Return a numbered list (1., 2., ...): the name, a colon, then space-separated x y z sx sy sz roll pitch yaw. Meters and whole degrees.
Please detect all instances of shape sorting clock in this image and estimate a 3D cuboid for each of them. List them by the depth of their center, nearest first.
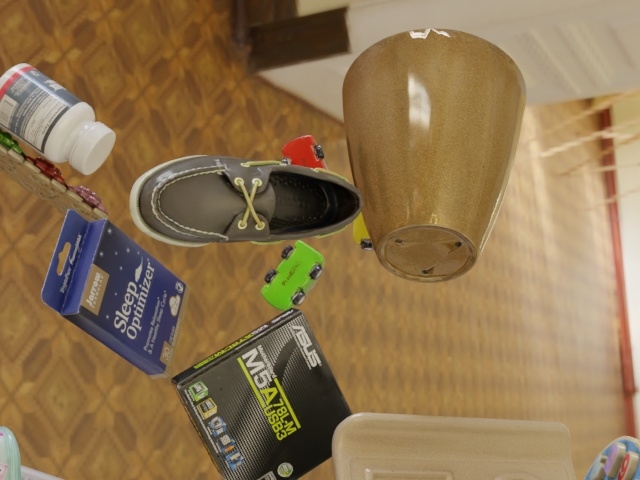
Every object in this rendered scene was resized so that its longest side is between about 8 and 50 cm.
1. shape sorting clock: 0.266 0.286 0.977 0.206 0.040 0.206 -165 -90 -90

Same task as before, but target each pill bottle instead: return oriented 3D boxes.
1. pill bottle: -0.412 -0.183 1.582 0.108 0.180 0.108 -55 174 -9

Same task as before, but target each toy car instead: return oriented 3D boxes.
1. toy car: 0.000 0.000 1.421 0.225 0.239 0.053 -54 163 -3

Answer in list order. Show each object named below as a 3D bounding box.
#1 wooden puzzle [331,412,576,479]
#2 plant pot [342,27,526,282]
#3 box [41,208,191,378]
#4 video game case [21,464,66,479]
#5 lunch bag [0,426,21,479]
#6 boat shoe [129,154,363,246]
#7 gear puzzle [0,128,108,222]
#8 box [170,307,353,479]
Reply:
1. wooden puzzle: 0.166 0.375 1.133 0.322 0.080 0.348 7 62 -24
2. plant pot: 0.136 -0.084 1.250 0.237 0.237 0.254 54 32 -46
3. box: -0.255 0.069 1.308 0.225 0.036 0.136 45 45 -45
4. video game case: -0.542 0.567 1.844 0.036 0.329 0.300 17 78 -42
5. lunch bag: -0.519 0.379 1.513 0.107 0.279 0.224 4 79 -34
6. boat shoe: -0.060 -0.037 0.912 0.227 0.068 0.081 -4 93 -43
7. gear puzzle: -0.495 -0.137 1.664 0.339 0.175 0.044 37 72 -20
8. box: -0.065 0.210 1.281 0.184 0.045 0.191 -28 102 -17
